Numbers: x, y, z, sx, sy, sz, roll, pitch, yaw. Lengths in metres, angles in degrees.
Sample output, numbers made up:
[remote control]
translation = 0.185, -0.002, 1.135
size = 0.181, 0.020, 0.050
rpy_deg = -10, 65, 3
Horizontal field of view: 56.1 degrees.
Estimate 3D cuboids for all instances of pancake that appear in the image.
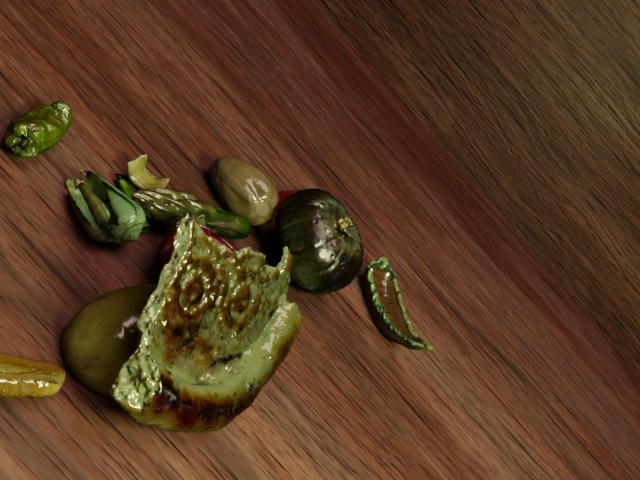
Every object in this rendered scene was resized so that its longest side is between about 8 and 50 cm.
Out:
[pancake]
translation = -0.131, 0.137, 0.919
size = 0.427, 0.067, 0.304
rpy_deg = 23, 76, -62

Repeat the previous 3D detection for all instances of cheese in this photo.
[cheese]
translation = -0.331, -0.125, 1.134
size = 0.084, 0.041, 0.060
rpy_deg = 52, 33, -29

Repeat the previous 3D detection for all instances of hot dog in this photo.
[hot dog]
translation = -0.410, 0.155, 0.701
size = 0.216, 0.047, 0.066
rpy_deg = 23, 2, -40

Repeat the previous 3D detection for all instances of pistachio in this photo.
[pistachio]
translation = -0.165, -0.110, 1.284
size = 0.185, 0.108, 0.126
rpy_deg = 47, 1, 8

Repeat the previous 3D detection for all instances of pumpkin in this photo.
[pumpkin]
translation = 0.003, 0.000, 1.292
size = 0.238, 0.159, 0.238
rpy_deg = 41, 40, -46

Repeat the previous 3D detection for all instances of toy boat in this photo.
[toy boat]
translation = 0.173, 0.168, 1.436
size = 0.108, 0.099, 0.293
rpy_deg = 22, 32, -38

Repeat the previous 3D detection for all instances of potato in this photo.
[potato]
translation = -0.243, 0.126, 0.901
size = 0.272, 0.111, 0.160
rpy_deg = -6, 63, -55

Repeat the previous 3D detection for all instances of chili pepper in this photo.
[chili pepper]
translation = -0.469, -0.175, 0.975
size = 0.072, 0.073, 0.204
rpy_deg = 22, 24, -11

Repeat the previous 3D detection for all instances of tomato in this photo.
[tomato]
translation = -0.207, 0.049, 1.034
size = 0.173, 0.099, 0.189
rpy_deg = 40, 11, -18

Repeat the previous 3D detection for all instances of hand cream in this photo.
[hand cream]
translation = -0.336, -0.068, 1.079
size = 0.122, 0.023, 0.036
rpy_deg = 62, 12, 22

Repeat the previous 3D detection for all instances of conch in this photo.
[conch]
translation = -0.363, -0.054, 0.985
size = 0.170, 0.079, 0.106
rpy_deg = 41, 21, 15

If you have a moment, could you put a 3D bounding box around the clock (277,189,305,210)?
[clock]
translation = -0.033, -0.079, 1.469
size = 0.113, 0.061, 0.155
rpy_deg = 57, 28, 13

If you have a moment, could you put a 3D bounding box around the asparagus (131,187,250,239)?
[asparagus]
translation = -0.246, -0.050, 1.128
size = 0.287, 0.080, 0.080
rpy_deg = 17, 42, -58
